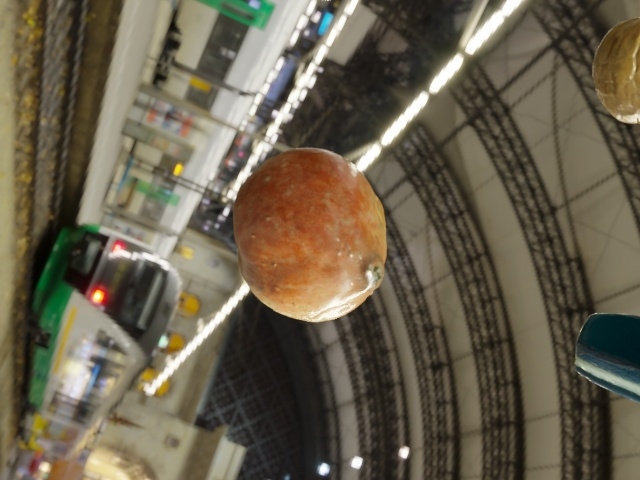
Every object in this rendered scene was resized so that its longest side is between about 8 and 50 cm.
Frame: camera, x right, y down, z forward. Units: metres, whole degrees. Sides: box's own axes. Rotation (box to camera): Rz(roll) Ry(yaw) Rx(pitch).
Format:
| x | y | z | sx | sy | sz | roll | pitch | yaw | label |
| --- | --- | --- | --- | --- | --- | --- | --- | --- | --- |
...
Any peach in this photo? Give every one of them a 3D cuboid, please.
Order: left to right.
| x | y | z | sx | sy | sz | roll | pitch | yaw | label |
| --- | --- | --- | --- | --- | --- | --- | --- | --- | --- |
| 0.000 | 0.000 | 1.219 | 0.232 | 0.232 | 0.232 | -157 | -90 | -80 | peach |

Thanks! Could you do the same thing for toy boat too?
| x | y | z | sx | sy | sz | roll | pitch | yaw | label |
| --- | --- | --- | --- | --- | --- | --- | --- | --- | --- |
| 0.445 | 0.153 | 1.142 | 0.096 | 0.299 | 0.061 | -54 | 142 | -31 | toy boat |

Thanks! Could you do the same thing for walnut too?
| x | y | z | sx | sy | sz | roll | pitch | yaw | label |
| --- | --- | --- | --- | --- | --- | --- | --- | --- | --- |
| 0.346 | -0.180 | 1.057 | 0.105 | 0.105 | 0.124 | -80 | 164 | -52 | walnut |
